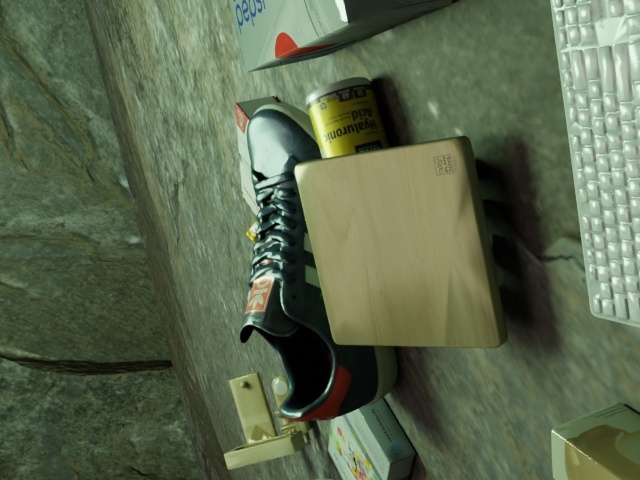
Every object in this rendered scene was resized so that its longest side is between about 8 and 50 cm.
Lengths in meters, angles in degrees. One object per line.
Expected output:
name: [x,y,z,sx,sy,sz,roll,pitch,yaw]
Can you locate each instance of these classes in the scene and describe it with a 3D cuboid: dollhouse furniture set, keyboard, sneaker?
dollhouse furniture set: [-0.095,0.275,1.290,0.151,0.144,0.123,-1,-107,-72]
keyboard: [0.169,-0.070,0.471,0.072,0.014,0.256,-160,56,-67]
sneaker: [-0.032,0.027,0.868,0.131,0.148,0.350,-19,90,53]

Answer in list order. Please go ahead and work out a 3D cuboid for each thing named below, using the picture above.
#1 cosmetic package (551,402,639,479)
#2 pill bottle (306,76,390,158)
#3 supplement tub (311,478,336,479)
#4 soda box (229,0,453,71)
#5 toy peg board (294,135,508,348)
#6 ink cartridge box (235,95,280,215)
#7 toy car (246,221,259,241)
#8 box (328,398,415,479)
cosmetic package: [0.199,0.147,0.491,0.115,0.060,0.041,-148,46,-61]
pill bottle: [0.032,-0.089,0.764,0.065,0.065,0.116,158,95,-71]
supplement tub: [0.010,0.515,1.087,0.207,0.207,0.338,99,149,-51]
soda box: [0.001,-0.217,0.709,0.286,0.091,0.098,-167,63,-69]
toy peg board: [0.079,-0.002,0.673,0.160,0.079,0.161,-5,103,39]
ink cartridge box: [-0.064,-0.100,1.036,0.099,0.056,0.135,-127,28,-47]
toy car: [-0.086,0.013,1.197,0.040,0.060,0.122,-53,55,27]
box: [0.058,0.262,1.011,0.186,0.038,0.145,93,154,-45]
